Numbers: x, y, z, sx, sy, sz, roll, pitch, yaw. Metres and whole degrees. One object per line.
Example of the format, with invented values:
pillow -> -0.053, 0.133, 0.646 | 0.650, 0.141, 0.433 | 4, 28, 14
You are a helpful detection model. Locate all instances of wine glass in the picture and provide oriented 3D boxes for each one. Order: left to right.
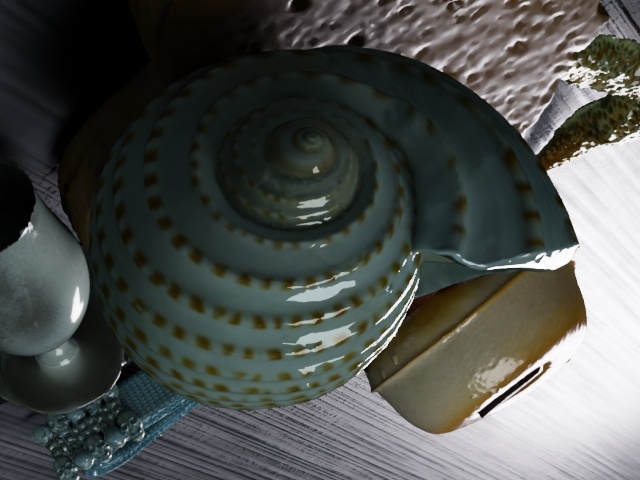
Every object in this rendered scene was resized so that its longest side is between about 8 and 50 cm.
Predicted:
wine glass -> -0.208, 0.033, 1.373 | 0.103, 0.103, 0.222 | -29, 148, -8

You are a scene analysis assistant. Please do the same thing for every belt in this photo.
belt -> -0.145, 0.131, 1.662 | 0.179, 0.065, 0.100 | -39, 162, 8

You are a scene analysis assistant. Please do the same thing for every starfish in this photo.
starfish -> 0.271, -0.145, 1.636 | 0.358, 0.078, 0.347 | -11, 149, -37

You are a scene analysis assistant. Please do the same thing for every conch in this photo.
conch -> -0.004, -0.016, 1.255 | 0.303, 0.215, 0.319 | -16, 180, -14

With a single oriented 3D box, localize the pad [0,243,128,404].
pad -> -0.261, 0.080, 1.502 | 0.300, 0.005, 0.202 | -18, 150, -29

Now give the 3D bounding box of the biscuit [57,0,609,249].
biscuit -> 0.012, -0.118, 1.394 | 0.394, 0.076, 0.368 | -10, 146, -34

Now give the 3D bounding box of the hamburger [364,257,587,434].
hamburger -> 0.140, 0.079, 1.789 | 0.237, 0.147, 0.237 | -32, 166, -9
